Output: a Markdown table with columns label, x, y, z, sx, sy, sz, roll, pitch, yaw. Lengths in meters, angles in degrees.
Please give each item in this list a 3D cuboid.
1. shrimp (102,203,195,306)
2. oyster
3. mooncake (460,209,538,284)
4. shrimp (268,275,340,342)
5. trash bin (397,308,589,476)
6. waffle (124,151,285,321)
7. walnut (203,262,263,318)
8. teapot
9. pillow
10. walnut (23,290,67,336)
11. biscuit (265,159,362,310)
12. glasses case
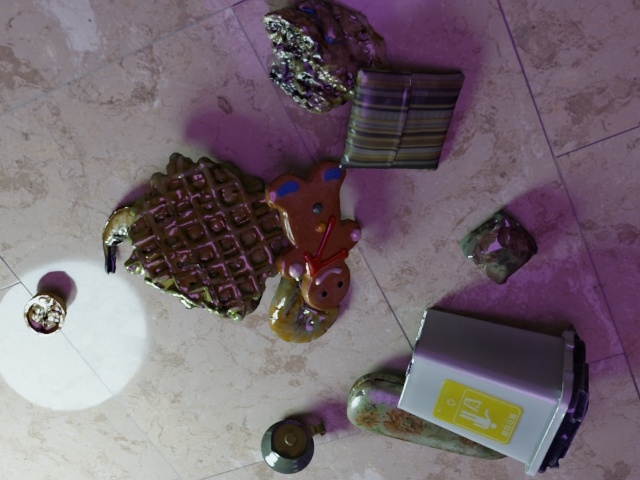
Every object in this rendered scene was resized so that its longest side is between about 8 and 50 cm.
| label | x | y | z | sx | sy | sz | roll | pitch | yaw |
| --- | --- | --- | --- | --- | --- | --- | --- | --- | --- |
| shrimp | -0.363 | 0.057 | 1.731 | 0.198 | 0.051 | 0.262 | -36 | 89 | 38 |
| oyster | 0.014 | -0.325 | 1.487 | 0.223 | 0.083 | 0.214 | -9 | 125 | 1 |
| mooncake | 0.369 | 0.017 | 1.698 | 0.130 | 0.073 | 0.125 | 37 | 116 | -22 |
| shrimp | -0.023 | 0.116 | 1.788 | 0.152 | 0.063 | 0.287 | 12 | 126 | -8 |
| trash bin | 0.372 | 0.294 | 1.796 | 0.367 | 0.296 | 0.256 | 17 | 125 | 8 |
| waffle | -0.216 | -0.011 | 1.623 | 0.317 | 0.073 | 0.297 | 25 | 83 | -12 |
| walnut | -0.193 | 0.089 | 1.736 | 0.140 | 0.140 | 0.162 | -23 | 141 | 17 |
| teapot | -0.061 | 0.483 | 1.998 | 0.165 | 0.130 | 0.119 | -22 | 158 | -18 |
| pillow | 0.148 | -0.219 | 1.543 | 0.208 | 0.052 | 0.212 | -2 | 129 | -19 |
| walnut | -0.606 | 0.155 | 1.847 | 0.091 | 0.052 | 0.121 | 23 | 120 | -11 |
| biscuit | 0.001 | 0.001 | 1.655 | 0.205 | 0.049 | 0.324 | -24 | 123 | -30 |
| glasses case | 0.270 | 0.415 | 1.950 | 0.425 | 0.098 | 0.156 | 16 | 128 | -8 |
